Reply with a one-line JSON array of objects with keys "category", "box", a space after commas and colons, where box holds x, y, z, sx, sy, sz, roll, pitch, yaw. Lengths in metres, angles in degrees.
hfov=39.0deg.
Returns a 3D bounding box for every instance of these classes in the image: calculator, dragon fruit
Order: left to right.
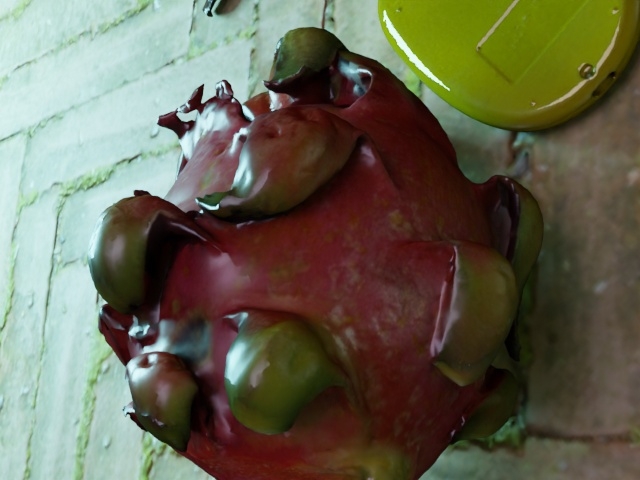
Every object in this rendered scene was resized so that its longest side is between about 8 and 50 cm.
[{"category": "dragon fruit", "box": [-0.014, 0.011, 0.500, 0.243, 0.228, 0.307, -35, 42, -13]}, {"category": "calculator", "box": [0.107, -0.163, 0.577, 0.146, 0.032, 0.235, -51, 50, 19]}]

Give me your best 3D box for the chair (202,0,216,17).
[{"category": "chair", "box": [-0.085, -0.361, 0.708, 0.326, 0.183, 0.176, -54, 50, 18]}]
